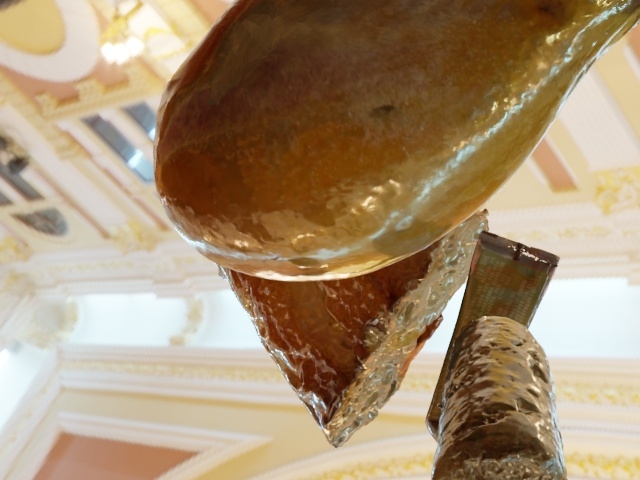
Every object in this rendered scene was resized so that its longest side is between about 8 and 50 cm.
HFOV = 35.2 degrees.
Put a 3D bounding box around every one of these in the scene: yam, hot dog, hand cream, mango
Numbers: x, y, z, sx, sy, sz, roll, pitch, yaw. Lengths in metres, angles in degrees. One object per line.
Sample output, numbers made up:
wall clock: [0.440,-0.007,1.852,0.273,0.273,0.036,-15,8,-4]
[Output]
yam: [0.107,0.109,0.607,0.078,0.078,0.179,-32,-170,16]
hot dog: [0.000,0.000,1.248,0.365,0.196,0.367,46,-51,24]
hand cream: [0.164,0.102,0.999,0.086,0.055,0.235,20,-114,9]
mango: [0.047,-0.099,0.565,0.316,0.146,0.193,-34,-122,7]
